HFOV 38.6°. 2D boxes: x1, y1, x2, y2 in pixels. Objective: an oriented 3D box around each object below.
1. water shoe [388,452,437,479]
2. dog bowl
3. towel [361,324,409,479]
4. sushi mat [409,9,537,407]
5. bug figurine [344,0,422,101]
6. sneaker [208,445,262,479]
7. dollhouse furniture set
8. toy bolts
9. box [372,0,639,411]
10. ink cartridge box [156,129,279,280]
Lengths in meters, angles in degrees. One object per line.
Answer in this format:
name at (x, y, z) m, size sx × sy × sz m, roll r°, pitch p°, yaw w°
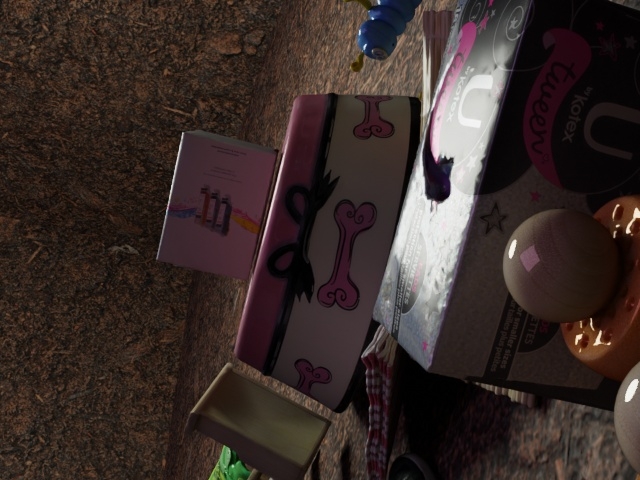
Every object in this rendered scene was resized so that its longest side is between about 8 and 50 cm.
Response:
water shoe at (0.069, 0.279, 0.847) m, size 0.203 × 0.080 × 0.073 m, roll -92°, pitch 20°, yaw -49°
dog bowl at (0.000, 0.000, 1.149) m, size 0.408 × 0.150 × 0.408 m, roll -166°, pitch 90°, yaw -86°
towel at (0.068, 0.135, 0.930) m, size 0.144 × 0.029 × 0.197 m, roll -68°, pitch -17°, yaw -48°
sushi mat at (0.130, -0.031, 0.758) m, size 0.151 × 0.019 × 0.317 m, roll 14°, pitch 106°, yaw 51°
bug figurine at (0.129, -0.206, 0.881) m, size 0.072 × 0.279 × 0.216 m, roll 23°, pitch 82°, yaw 36°
sneaker at (-0.135, 0.407, 1.527) m, size 0.123 × 0.109 × 0.296 m, roll 154°, pitch 129°, yaw -79°
dollhouse furniture set at (-0.110, 0.313, 1.238) m, size 0.212 × 0.161 × 0.242 m, roll -54°, pitch -11°, yaw -54°
toy bolts at (0.170, 0.091, 0.430) m, size 0.228 × 0.158 × 0.218 m, roll -144°, pitch 68°, yaw -76°
box at (0.152, -0.030, 0.616) m, size 0.142 × 0.163 × 0.247 m, roll -142°, pitch 66°, yaw -75°
ink cartridge box at (-0.138, -0.050, 1.243) m, size 0.128 × 0.127 × 0.176 m, roll -99°, pitch 23°, yaw -81°
